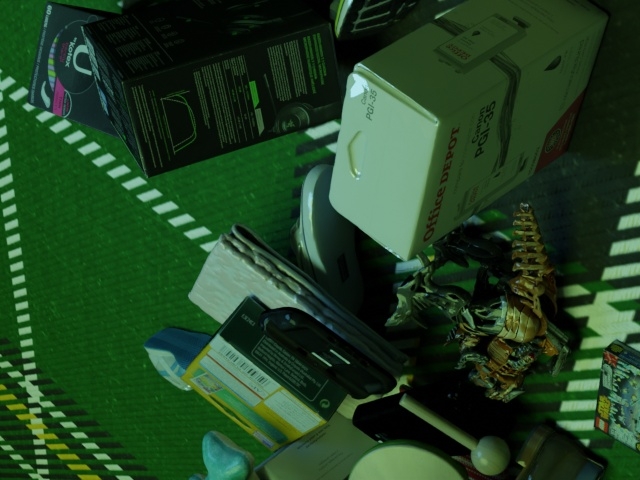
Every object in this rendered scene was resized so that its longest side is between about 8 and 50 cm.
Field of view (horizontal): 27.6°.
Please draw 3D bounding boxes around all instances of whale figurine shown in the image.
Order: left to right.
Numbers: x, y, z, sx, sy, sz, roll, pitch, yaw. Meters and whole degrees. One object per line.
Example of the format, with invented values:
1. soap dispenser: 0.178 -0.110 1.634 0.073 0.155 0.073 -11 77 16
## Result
1. whale figurine: -0.149 0.429 2.012 0.216 0.141 0.272 28 135 39

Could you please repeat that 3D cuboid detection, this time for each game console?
1. game console: 0.078 0.191 1.770 0.361 0.044 0.213 37 144 -23

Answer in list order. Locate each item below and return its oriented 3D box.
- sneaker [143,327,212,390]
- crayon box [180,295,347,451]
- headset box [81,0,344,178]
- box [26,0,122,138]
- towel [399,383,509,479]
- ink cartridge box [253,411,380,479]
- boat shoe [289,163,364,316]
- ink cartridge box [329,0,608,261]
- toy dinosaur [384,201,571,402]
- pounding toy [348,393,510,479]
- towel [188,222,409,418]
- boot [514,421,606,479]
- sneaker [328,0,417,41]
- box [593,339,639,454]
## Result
1. sneaker: -0.230 0.225 2.365 0.228 0.087 0.092 15 136 54
2. crayon box: -0.089 0.212 2.003 0.203 0.083 0.323 39 156 -2
3. headset box: -0.129 -0.219 1.644 0.246 0.283 0.131 -131 26 -57
4. box: -0.286 -0.243 1.921 0.270 0.143 0.165 20 103 38
5. towel: 0.213 0.354 1.947 0.199 0.031 0.275 17 130 44
6. ink cartridge box: 0.020 0.446 2.117 0.270 0.197 0.198 54 146 5
7. boat shoe: 0.000 0.000 1.872 0.088 0.096 0.268 22 142 35
8. ink cartridge box: 0.156 -0.134 1.380 0.117 0.283 0.207 38 143 26
9. toy dinosaur: 0.224 0.069 1.634 0.218 0.164 0.322 26 120 17
10. pounding toy: 0.149 0.318 1.804 0.183 0.110 0.237 31 119 6
11. towel: -0.039 0.130 1.947 0.332 0.053 0.317 38 157 1
12. boot: 0.293 0.363 1.736 0.106 0.082 0.219 25 97 27
13. sneaker: 0.058 -0.358 1.504 0.121 0.111 0.300 56 149 31
14. box: 0.386 0.198 1.598 0.094 0.027 0.137 30 139 35
